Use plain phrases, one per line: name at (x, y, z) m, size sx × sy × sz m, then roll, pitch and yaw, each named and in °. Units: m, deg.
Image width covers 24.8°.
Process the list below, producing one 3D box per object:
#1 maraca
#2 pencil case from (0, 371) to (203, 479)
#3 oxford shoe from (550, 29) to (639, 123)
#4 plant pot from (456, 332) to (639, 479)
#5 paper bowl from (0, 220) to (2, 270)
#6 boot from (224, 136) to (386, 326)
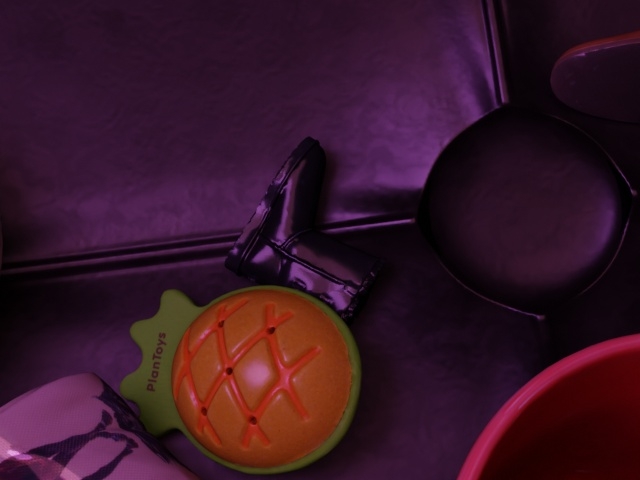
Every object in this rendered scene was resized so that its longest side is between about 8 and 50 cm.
maraca at (-0.056, 0.091, 0.985) m, size 0.186 × 0.099 × 0.127 m, roll 5°, pitch 78°, yaw 28°
pencil case at (-0.082, 0.267, 0.905) m, size 0.410 × 0.160 × 0.183 m, roll 43°, pitch 68°, yaw 11°
oxford shoe at (0.271, -0.137, 1.060) m, size 0.212 × 0.076 × 0.076 m, roll -7°, pitch 45°, yaw 2°
plant pot at (0.183, 0.214, 0.858) m, size 0.275 × 0.243 × 0.275 m, roll 2°, pitch 70°, yaw -5°
paper bowl at (-0.358, 0.010, 0.983) m, size 0.284 × 0.148 × 0.284 m, roll 0°, pitch 75°, yaw 0°
boot at (0.000, 0.000, 1.031) m, size 0.099 × 0.045 × 0.121 m, roll 30°, pitch 85°, yaw 11°
